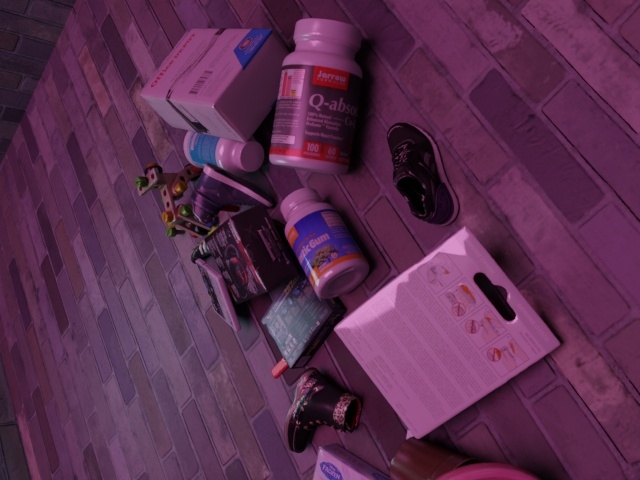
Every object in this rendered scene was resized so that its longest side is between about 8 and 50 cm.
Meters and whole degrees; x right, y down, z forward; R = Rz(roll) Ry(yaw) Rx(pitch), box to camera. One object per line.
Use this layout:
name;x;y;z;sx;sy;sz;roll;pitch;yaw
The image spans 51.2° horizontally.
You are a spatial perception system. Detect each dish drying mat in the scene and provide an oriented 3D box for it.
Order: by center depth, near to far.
dish drying mat;-0.113;0.358;1.897;0.083;0.008;0.032;-48;57;31

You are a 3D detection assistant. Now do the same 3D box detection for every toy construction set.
toy construction set;-0.440;-0.133;2.093;0.308;0.237;0.258;6;91;44

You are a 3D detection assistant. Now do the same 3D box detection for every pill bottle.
pill bottle;-0.006;-0.360;1.703;0.210;0.210;0.363;12;96;44
pill bottle;0.000;0.000;1.713;0.152;0.152;0.272;-49;57;30
pill bottle;-0.287;-0.272;2.016;0.264;0.146;0.146;19;100;44

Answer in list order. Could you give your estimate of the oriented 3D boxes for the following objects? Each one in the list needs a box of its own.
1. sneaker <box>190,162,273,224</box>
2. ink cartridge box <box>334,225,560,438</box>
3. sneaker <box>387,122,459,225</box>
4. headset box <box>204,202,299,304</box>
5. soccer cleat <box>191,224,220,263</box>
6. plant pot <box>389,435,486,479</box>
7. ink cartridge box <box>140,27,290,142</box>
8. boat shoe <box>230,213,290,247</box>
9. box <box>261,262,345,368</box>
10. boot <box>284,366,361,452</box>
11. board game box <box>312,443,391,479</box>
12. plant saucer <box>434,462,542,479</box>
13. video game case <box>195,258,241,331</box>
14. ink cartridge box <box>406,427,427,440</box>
sneaker;-0.265;-0.105;1.940;0.164;0.226;0.086;-61;14;12
ink cartridge box;0.263;0.197;1.436;0.385;0.091;0.308;-41;80;22
sneaker;0.214;-0.167;1.534;0.107;0.124;0.283;-43;59;33
headset box;-0.188;0.040;1.813;0.218;0.110;0.293;63;153;1
soccer cleat;-0.353;0.027;2.124;0.179;0.060;0.072;-47;70;31
plant pot;0.248;0.513;1.439;0.165;0.166;0.167;16;98;52
ink cartridge box;-0.301;-0.465;1.955;0.394;0.166;0.286;19;69;44
boat shoe;-0.172;-0.029;1.936;0.233;0.079;0.084;22;101;42
box;-0.052;0.204;1.813;0.183;0.059;0.233;52;122;33
boot;0.003;0.468;1.724;0.178;0.085;0.237;21;101;41
board game box;0.094;0.714;1.629;0.318;0.065;0.318;19;101;44
plant saucer;0.305;0.569;1.302;0.084;0.332;0.332;-115;41;-73
video game case;-0.306;0.161;2.003;0.173;0.022;0.191;28;140;54
ink cartridge box;0.221;0.461;1.535;0.028;0.048;0.083;11;94;45
